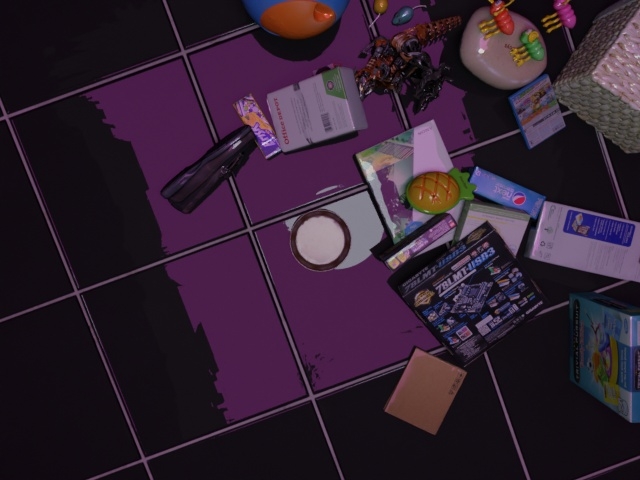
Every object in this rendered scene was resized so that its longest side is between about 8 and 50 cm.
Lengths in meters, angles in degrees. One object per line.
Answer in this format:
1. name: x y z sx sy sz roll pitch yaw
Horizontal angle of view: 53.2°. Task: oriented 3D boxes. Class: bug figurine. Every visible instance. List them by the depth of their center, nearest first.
1. bug figurine: 0.527 -0.565 1.554 0.279 0.072 0.216 -46 117 -6

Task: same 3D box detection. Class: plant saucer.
1. plant saucer: 0.000 0.000 1.741 0.168 0.029 0.169 0 94 -3

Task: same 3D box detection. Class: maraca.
1. maraca: 0.311 -0.129 1.652 0.185 0.099 0.127 -18 64 -10

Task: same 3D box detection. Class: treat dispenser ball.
1. treat dispenser ball: -0.062 -0.640 1.558 0.287 0.288 0.289 0 94 -2

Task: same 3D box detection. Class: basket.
1. basket: 0.811 -0.408 1.596 0.328 0.331 0.267 35 94 -4

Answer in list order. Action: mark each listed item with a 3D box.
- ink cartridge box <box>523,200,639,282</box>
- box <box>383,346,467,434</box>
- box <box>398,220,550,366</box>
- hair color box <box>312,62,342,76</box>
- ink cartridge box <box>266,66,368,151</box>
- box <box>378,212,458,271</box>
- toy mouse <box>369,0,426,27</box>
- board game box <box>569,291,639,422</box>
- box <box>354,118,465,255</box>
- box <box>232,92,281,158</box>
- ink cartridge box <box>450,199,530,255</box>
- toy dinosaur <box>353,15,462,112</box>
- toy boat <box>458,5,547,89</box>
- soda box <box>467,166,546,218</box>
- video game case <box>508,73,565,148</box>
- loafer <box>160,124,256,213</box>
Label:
1. ink cartridge box: 0.741 0.004 1.756 0.332 0.065 0.166 14 94 -2
2. box: 0.293 0.421 1.790 0.164 0.021 0.201 26 93 -4
3. box: 0.407 0.146 1.692 0.295 0.073 0.293 -39 110 10
4. hair color box: 0.033 -0.388 1.689 0.071 0.043 0.141 -11 95 38
5. ink cartridge box: -0.010 -0.332 1.639 0.219 0.092 0.161 -12 96 29
6. box: 0.251 0.001 1.655 0.207 0.114 0.036 -36 96 1
7. toy mouse: 0.215 -0.636 1.699 0.143 0.031 0.161 10 94 -3
8. board game box: 0.743 0.284 1.640 0.079 0.336 0.254 -2 94 -2
9. box: 0.259 -0.134 1.727 0.232 0.058 0.322 -25 95 0
10. box: -0.163 -0.300 1.698 0.059 0.054 0.169 -32 94 0
11. ink cartridge box: 0.436 0.017 1.705 0.171 0.056 0.235 10 111 -10
12. toy dinosaur: 0.226 -0.468 1.659 0.322 0.164 0.218 -43 75 26
13. toy boat: 0.495 -0.556 1.667 0.267 0.148 0.319 20 96 -27
14. soda box: 0.492 -0.130 1.730 0.210 0.071 0.067 24 95 -4
15. video game case: 0.581 -0.343 1.713 0.119 0.015 0.166 -32 120 1
16. loafer: -0.280 -0.185 1.683 0.302 0.109 0.095 -35 112 11
